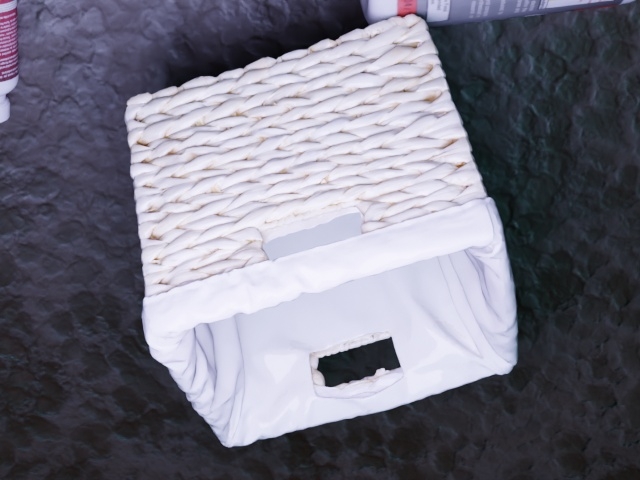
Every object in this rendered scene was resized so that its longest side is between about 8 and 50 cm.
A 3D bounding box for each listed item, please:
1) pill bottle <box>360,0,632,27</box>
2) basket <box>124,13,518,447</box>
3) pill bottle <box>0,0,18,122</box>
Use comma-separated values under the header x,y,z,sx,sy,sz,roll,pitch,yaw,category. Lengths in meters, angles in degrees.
x,y,z,sx,sy,sz,roll,pitch,yaw,category
0.214,-0.323,1.363,0.362,0.210,0.210,-7,113,-2,pill bottle
0.000,0.000,1.380,0.328,0.266,0.331,-16,153,2,basket
-0.350,-0.198,1.436,0.086,0.086,0.152,1,112,-5,pill bottle
